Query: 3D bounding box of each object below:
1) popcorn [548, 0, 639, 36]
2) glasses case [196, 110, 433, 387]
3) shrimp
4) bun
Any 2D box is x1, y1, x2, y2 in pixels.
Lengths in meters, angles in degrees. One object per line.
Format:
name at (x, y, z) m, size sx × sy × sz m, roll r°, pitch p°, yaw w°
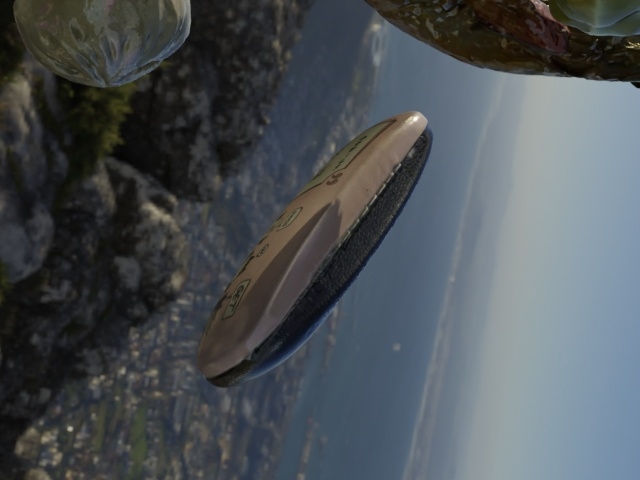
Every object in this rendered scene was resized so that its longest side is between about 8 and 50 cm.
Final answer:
popcorn at (0.189, -0.235, 0.454) m, size 0.241 × 0.235 × 0.250 m, roll -37°, pitch -154°, yaw 48°
glasses case at (0.000, 0.000, 0.848) m, size 0.122 × 0.075 × 0.314 m, roll -26°, pitch -158°, yaw 54°
shrimp at (0.140, -0.171, 0.738) m, size 0.152 × 0.287 × 0.063 m, roll 34°, pitch 80°, yaw -52°
bun at (-0.230, -0.235, 1.102) m, size 0.128 × 0.178 × 0.193 m, roll 68°, pitch 11°, yaw 9°
